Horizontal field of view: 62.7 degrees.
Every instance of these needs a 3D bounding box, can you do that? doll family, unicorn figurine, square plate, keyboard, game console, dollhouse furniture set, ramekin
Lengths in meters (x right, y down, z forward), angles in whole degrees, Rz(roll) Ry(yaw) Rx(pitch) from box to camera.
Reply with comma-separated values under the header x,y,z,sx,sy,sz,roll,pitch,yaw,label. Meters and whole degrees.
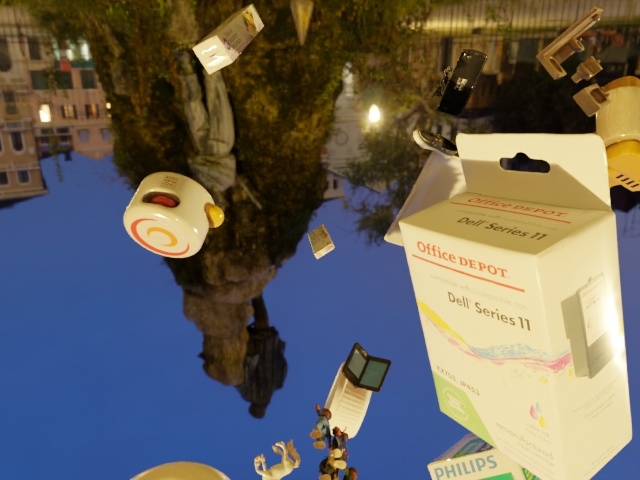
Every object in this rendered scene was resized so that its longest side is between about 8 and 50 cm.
x,y,z,sx,sy,sz,roll,pitch,yaw,label
0.026,0.411,1.021,0.075,0.193,0.111,-4,-172,15,doll family
-0.123,0.602,1.365,0.161,0.111,0.060,-33,165,-5,unicorn figurine
0.408,-0.086,1.528,0.346,0.344,0.049,15,-140,-10,square plate
0.378,-0.441,1.450,0.100,0.192,0.038,16,-138,-2,keyboard
0.158,0.432,1.801,0.085,0.124,0.144,-25,-159,41,game console
0.526,-0.338,0.996,0.144,0.151,0.123,-27,170,-48,dollhouse furniture set
0.097,0.592,1.925,0.127,0.273,0.273,21,-159,2,ramekin

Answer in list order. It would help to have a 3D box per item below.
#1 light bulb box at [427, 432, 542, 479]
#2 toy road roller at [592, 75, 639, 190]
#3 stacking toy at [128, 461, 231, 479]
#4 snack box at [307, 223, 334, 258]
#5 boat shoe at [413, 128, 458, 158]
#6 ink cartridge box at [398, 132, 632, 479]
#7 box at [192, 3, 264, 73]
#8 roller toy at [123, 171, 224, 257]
x,y,z,sx,sy,sz,roll,pitch,yaw,label
0.484,0.679,1.320,0.225,0.361,0.357,-27,161,26,light bulb box
0.761,-0.236,1.334,0.329,0.203,0.240,18,160,-31,toy road roller
-0.182,0.639,0.896,0.350,0.480,0.351,-17,-141,14,stacking toy
0.000,0.000,1.662,0.064,0.022,0.178,-33,-158,5,snack box
0.292,-0.249,1.318,0.142,0.049,0.040,18,151,-34,boat shoe
0.209,0.067,0.588,0.119,0.354,0.207,-24,-160,-23,ink cartridge box
-0.202,-0.472,1.210,0.067,0.063,0.324,-20,-150,22,box
-0.358,-0.066,1.269,0.209,0.191,0.146,-18,-136,38,roller toy
